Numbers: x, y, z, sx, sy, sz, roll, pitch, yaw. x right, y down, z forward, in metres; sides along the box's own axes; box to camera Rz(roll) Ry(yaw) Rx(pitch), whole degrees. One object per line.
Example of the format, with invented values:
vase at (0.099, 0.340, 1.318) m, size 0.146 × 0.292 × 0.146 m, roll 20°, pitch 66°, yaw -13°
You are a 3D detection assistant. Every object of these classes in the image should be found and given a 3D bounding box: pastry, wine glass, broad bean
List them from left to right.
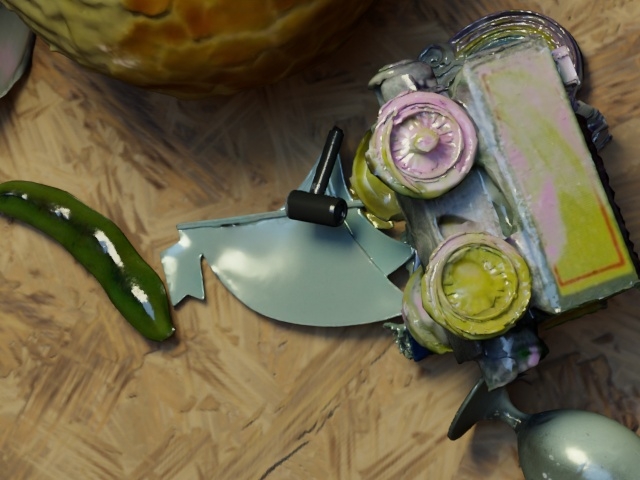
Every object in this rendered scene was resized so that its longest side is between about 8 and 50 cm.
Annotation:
broad bean at (-0.205, 0.006, 1.650) m, size 0.227 × 0.039 × 0.069 m, roll 31°, pitch 80°, yaw 17°
pastry at (-0.080, -0.288, 1.506) m, size 0.313 × 0.388 × 0.388 m, roll 23°, pitch 83°, yaw 34°
wine glass at (0.204, 0.176, 1.499) m, size 0.202 × 0.093 × 0.093 m, roll 37°, pitch 88°, yaw 16°

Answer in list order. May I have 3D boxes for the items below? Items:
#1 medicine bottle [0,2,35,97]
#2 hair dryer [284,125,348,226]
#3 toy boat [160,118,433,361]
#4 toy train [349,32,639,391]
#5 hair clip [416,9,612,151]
medicine bottle at (-0.423, -0.232, 1.663) m, size 0.332 × 0.190 × 0.190 m, roll 10°, pitch 80°, yaw 12°
hair dryer at (0.006, -0.053, 1.578) m, size 0.047 × 0.026 × 0.083 m, roll 10°, pitch 74°, yaw 28°
toy boat at (0.000, 0.000, 1.597) m, size 0.291 × 0.067 × 0.220 m, roll -8°, pitch 77°, yaw 13°
toy train at (0.131, -0.025, 1.472) m, size 0.177 × 0.134 × 0.260 m, roll -19°, pitch 84°, yaw -8°
hair clip at (0.166, -0.132, 1.601) m, size 0.116 × 0.049 × 0.172 m, roll -42°, pitch 65°, yaw -13°
